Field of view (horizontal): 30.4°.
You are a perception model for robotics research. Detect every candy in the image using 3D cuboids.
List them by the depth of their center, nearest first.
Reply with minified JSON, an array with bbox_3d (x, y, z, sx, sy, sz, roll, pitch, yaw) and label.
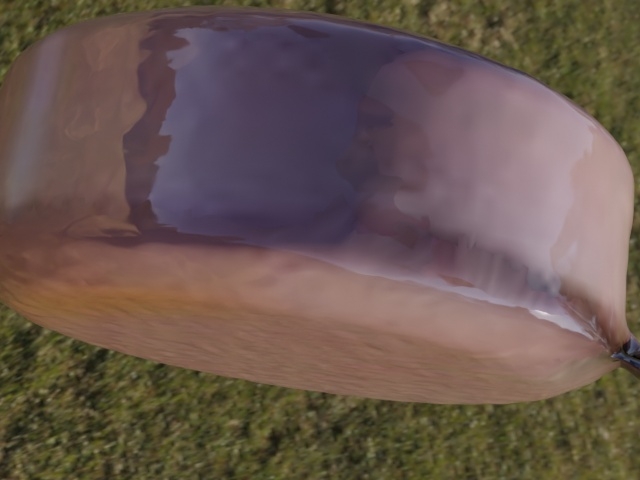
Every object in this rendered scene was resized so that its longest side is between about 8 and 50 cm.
[{"bbox_3d":[0.000,0.000,0.444,0.255,0.255,0.094,18,73,-31],"label":"candy"}]
